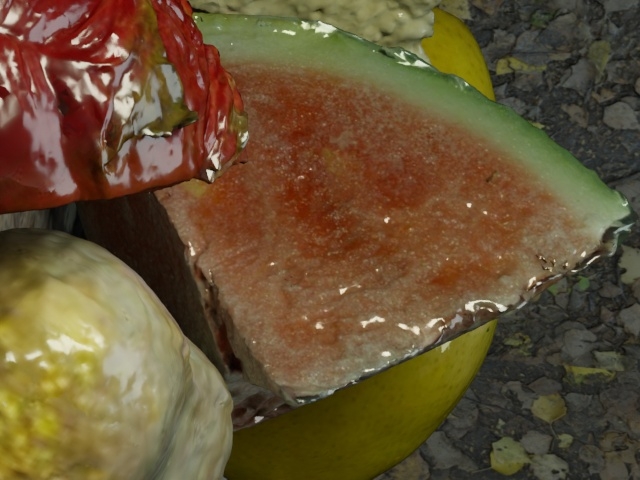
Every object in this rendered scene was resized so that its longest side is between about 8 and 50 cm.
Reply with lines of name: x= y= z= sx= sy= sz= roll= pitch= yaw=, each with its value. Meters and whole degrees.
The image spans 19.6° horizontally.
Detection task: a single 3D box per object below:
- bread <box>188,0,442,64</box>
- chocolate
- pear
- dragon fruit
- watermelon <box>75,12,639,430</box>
bread: x=-0.036 y=-0.190 z=1.101 sx=0.184 sy=0.224 sz=0.211 roll=100 pitch=-9 yaw=-45
chocolate: x=-0.108 y=0.077 z=0.824 sx=0.309 sy=0.134 sz=0.134 roll=86 pitch=10 yaw=-73
pear: x=0.007 y=0.010 z=1.233 sx=0.336 sy=0.285 sz=0.285 roll=-43 pitch=-177 yaw=8
dragon fruit: x=-0.097 y=-0.072 z=0.643 sx=0.127 sy=0.161 sz=0.121 roll=-115 pitch=-150 yaw=-74
watermelon: x=-0.007 y=-0.002 z=0.987 sx=0.193 sy=0.310 sz=0.232 roll=146 pitch=-38 yaw=-65
